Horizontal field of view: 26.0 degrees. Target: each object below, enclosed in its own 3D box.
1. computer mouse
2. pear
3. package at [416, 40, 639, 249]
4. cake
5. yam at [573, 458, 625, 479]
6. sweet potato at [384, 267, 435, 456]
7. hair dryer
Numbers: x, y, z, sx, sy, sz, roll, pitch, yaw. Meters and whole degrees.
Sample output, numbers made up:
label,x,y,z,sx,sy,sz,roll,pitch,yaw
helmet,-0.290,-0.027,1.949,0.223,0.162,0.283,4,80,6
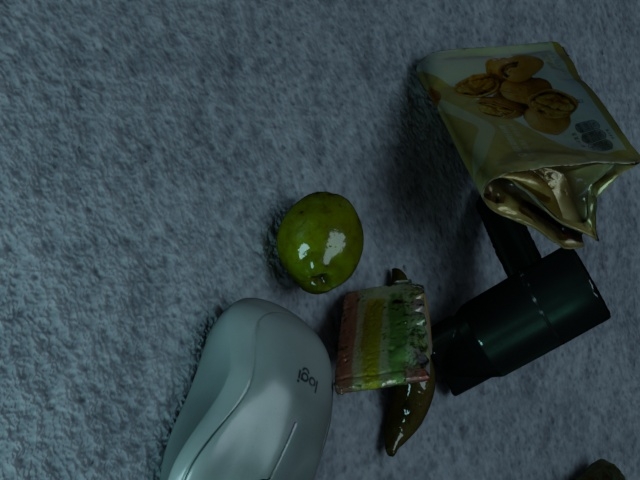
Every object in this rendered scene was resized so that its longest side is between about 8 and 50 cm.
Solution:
label,x,y,z,sx,sy,sz,roll,pitch,yaw
computer mouse,-0.065,0.206,1.545,0.184,0.121,0.297,42,51,-35
pear,0.000,0.000,1.678,0.107,0.107,0.131,34,46,-38
package,0.268,-0.119,1.878,0.221,0.311,0.165,-7,127,-13
cake,0.079,0.140,1.670,0.225,0.109,0.090,-82,165,-64
yam,0.346,0.395,1.993,0.317,0.067,0.071,-22,127,-49
sweet potato,0.116,0.154,1.792,0.059,0.069,0.249,18,68,-50
hair dryer,0.236,0.052,1.916,0.116,0.244,0.302,53,14,-38
